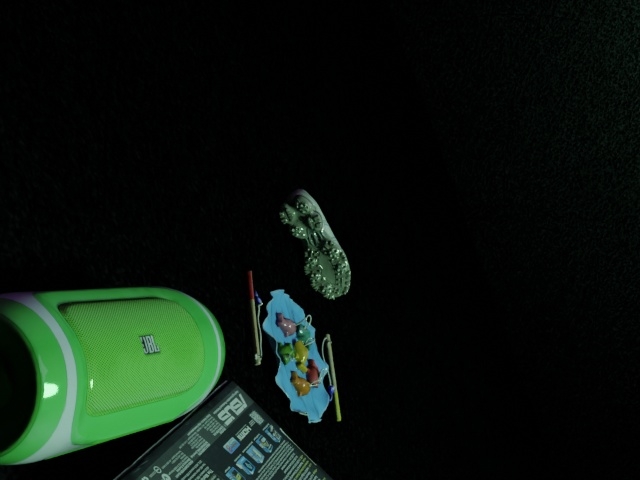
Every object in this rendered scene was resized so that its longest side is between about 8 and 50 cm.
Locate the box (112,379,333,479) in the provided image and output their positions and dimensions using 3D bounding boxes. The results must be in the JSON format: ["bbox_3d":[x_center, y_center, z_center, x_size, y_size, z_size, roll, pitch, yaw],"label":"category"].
[{"bbox_3d":[-0.059,0.311,0.903,0.318,0.097,0.395,42,18,4],"label":"box"}]

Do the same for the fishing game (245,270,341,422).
[{"bbox_3d":[-0.024,0.153,1.424,0.264,0.041,0.189,48,29,-51],"label":"fishing game"}]

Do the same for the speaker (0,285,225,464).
[{"bbox_3d":[-0.189,0.102,0.871,0.296,0.131,0.131,2,72,-70],"label":"speaker"}]

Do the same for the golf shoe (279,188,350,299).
[{"bbox_3d":[0.000,0.000,1.583,0.086,0.069,0.176,-77,147,-66],"label":"golf shoe"}]
